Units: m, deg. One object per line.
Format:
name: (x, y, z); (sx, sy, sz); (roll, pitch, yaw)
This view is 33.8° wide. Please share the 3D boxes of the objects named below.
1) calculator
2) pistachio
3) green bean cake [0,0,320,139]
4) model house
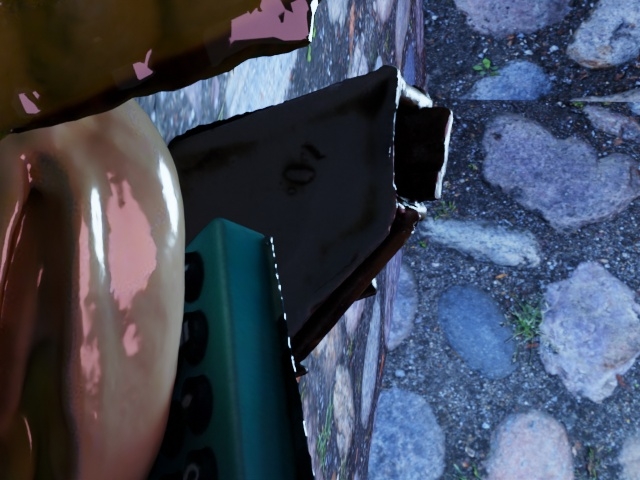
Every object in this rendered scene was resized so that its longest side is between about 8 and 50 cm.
calculator: (-0.113, 0.142, 0.676); (0.058, 0.274, 0.248); (23, 39, -32)
pistachio: (-0.175, 0.042, 0.586); (0.187, 0.187, 0.299); (-19, 118, -77)
green bean cake: (-0.161, -0.186, 0.394); (0.310, 0.285, 0.202); (-28, 137, -25)
model house: (0.000, 0.000, 1.103); (0.282, 0.297, 0.317); (12, 79, -72)
